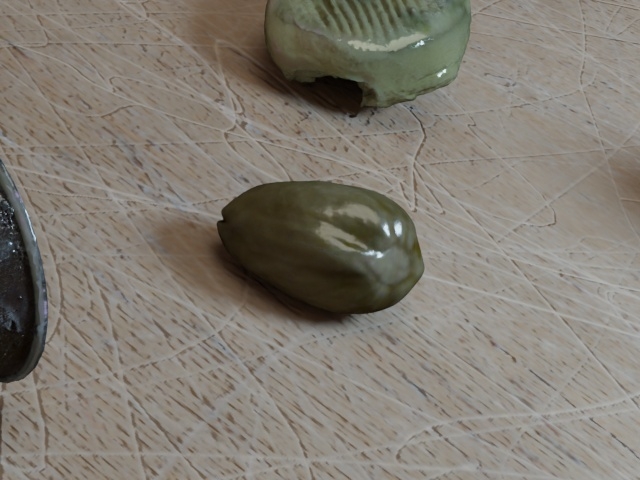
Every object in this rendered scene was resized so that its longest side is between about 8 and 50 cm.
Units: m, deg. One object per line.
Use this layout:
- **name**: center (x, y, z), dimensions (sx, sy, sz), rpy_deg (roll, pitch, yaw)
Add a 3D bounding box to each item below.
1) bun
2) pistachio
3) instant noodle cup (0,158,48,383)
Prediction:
- **bun**: center (0.053, -0.218, 1.680), dimensions (0.237, 0.116, 0.210), rpy_deg (-22, 46, -23)
- **pistachio**: center (0.000, 0.000, 1.368), dimensions (0.185, 0.108, 0.126), rpy_deg (16, 11, 7)
- **instant noodle cup**: center (-0.328, 0.030, 1.081), dimensions (0.207, 0.217, 0.217), rpy_deg (-22, 52, -36)
